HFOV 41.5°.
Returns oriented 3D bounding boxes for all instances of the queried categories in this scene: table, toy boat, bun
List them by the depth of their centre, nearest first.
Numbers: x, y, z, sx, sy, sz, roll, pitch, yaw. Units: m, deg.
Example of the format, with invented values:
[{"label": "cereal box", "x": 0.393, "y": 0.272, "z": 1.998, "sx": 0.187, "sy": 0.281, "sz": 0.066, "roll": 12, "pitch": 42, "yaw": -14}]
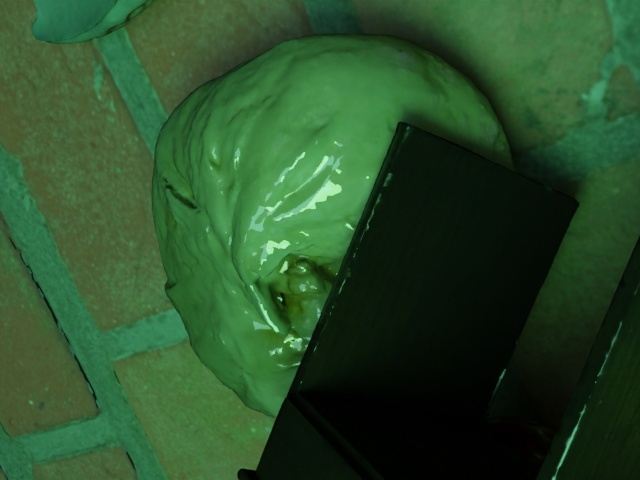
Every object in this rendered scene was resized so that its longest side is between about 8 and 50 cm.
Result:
[{"label": "table", "x": 0.123, "y": 0.099, "z": 0.530, "sx": 0.251, "sy": 0.196, "sz": 0.281, "roll": 32, "pitch": 102, "yaw": 60}, {"label": "bun", "x": 0.000, "y": 0.000, "z": 0.715, "sx": 0.361, "sy": 0.213, "sz": 0.360, "roll": 8, "pitch": 113, "yaw": 20}, {"label": "toy boat", "x": -0.215, "y": -0.265, "z": 0.808, "sx": 0.208, "sy": 0.079, "sz": 0.134, "roll": -14, "pitch": 96, "yaw": 41}]

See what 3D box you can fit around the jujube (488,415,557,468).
[{"label": "jujube", "x": 0.186, "y": 0.286, "z": 0.759, "sx": 0.190, "sy": 0.190, "sz": 0.255, "roll": -16, "pitch": 115, "yaw": 30}]
